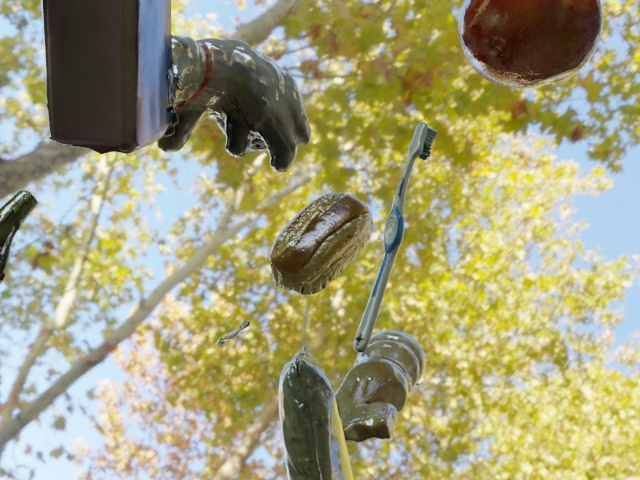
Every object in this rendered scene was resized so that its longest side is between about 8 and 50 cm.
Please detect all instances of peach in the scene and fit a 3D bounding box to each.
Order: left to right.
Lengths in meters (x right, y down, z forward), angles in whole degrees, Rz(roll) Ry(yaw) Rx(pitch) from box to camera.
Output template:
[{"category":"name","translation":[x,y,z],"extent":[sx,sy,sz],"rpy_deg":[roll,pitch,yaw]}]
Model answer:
[{"category":"peach","translation":[0.356,-0.368,1.444],"extent":[0.243,0.199,0.243],"rpy_deg":[18,-44,18]}]

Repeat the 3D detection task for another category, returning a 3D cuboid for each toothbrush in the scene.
[{"category":"toothbrush","translation":[-0.217,0.230,2.081],"extent":[0.204,0.022,0.017],"rpy_deg":[-39,-132,56]},{"category":"toothbrush","translation":[0.114,-0.007,1.358],"extent":[0.040,0.386,0.040],"rpy_deg":[18,-7,2]}]

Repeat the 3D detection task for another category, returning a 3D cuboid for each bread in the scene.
[{"category":"bread","translation":[0.000,0.000,1.698],"extent":[0.140,0.236,0.106],"rpy_deg":[26,-31,31]}]

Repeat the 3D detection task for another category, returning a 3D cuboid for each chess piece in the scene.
[{"category":"chess piece","translation":[0.085,0.264,1.435],"extent":[0.137,0.301,0.137],"rpy_deg":[6,-71,18]}]

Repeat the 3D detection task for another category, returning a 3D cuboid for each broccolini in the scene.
[{"category":"broccolini","translation":[-0.336,0.027,0.781],"extent":[0.091,0.202,0.068],"rpy_deg":[24,-21,5]}]

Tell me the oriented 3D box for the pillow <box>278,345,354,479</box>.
[{"category":"pillow","translation":[0.002,0.273,0.943],"extent":[0.185,0.075,0.302],"rpy_deg":[95,-14,-87]}]

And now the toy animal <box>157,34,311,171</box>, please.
[{"category":"toy animal","translation":[-0.171,-0.246,1.420],"extent":[0.308,0.266,0.188],"rpy_deg":[53,-16,18]}]

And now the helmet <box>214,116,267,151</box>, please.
[{"category":"helmet","translation":[-0.164,-0.287,1.841],"extent":[0.153,0.107,0.177],"rpy_deg":[-35,-101,10]}]

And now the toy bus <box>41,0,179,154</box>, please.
[{"category":"toy bus","translation":[-0.285,-0.310,1.139],"extent":[0.171,0.162,0.386],"rpy_deg":[3,-66,-2]}]
